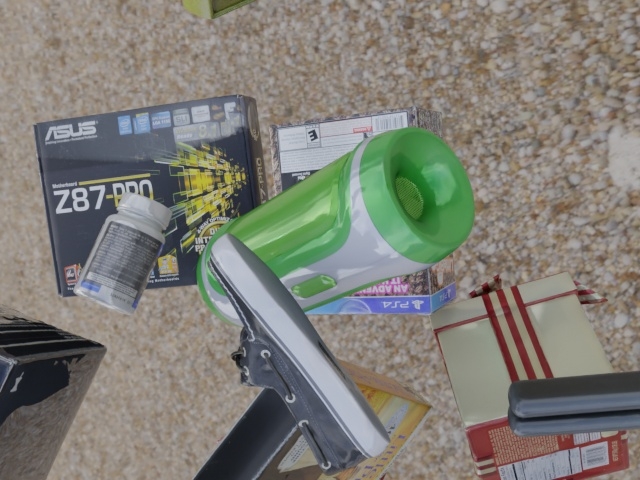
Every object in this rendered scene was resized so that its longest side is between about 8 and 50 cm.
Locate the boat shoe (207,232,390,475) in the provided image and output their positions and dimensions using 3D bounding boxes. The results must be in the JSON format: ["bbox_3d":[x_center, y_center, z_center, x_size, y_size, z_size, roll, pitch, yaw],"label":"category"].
[{"bbox_3d":[-0.034,0.102,0.627,0.076,0.080,0.228,-36,100,4],"label":"boat shoe"}]

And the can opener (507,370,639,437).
[{"bbox_3d":[0.352,0.170,0.844,0.280,0.093,0.074,-9,127,3],"label":"can opener"}]

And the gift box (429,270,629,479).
[{"bbox_3d":[0.334,0.215,1.145,0.258,0.276,0.255,-100,-6,-49],"label":"gift box"}]

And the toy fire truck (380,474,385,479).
[{"bbox_3d":[-0.005,0.357,1.474,0.169,0.302,0.253,-30,40,31],"label":"toy fire truck"}]

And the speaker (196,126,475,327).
[{"bbox_3d":[0.000,0.000,0.714,0.296,0.131,0.131,-26,87,47],"label":"speaker"}]

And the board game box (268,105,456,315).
[{"bbox_3d":[0.066,-0.040,1.118,0.232,0.141,0.290,-3,94,26],"label":"board game box"}]

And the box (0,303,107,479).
[{"bbox_3d":[-0.407,0.131,0.713,0.294,0.296,0.182,22,84,1],"label":"box"}]

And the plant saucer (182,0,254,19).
[{"bbox_3d":[-0.118,-0.400,1.121,0.045,0.188,0.188,64,173,-1],"label":"plant saucer"}]

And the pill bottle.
[{"bbox_3d":[-0.238,0.015,0.908,0.078,0.078,0.137,9,72,42],"label":"pill bottle"}]

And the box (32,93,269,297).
[{"bbox_3d":[-0.290,-0.074,1.315,0.395,0.097,0.318,-5,94,12],"label":"box"}]

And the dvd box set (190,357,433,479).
[{"bbox_3d":[-0.018,0.296,0.943,0.062,0.420,0.307,39,91,28],"label":"dvd box set"}]

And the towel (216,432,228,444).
[{"bbox_3d":[-0.021,0.459,1.243,0.237,0.037,0.329,-16,99,34],"label":"towel"}]
